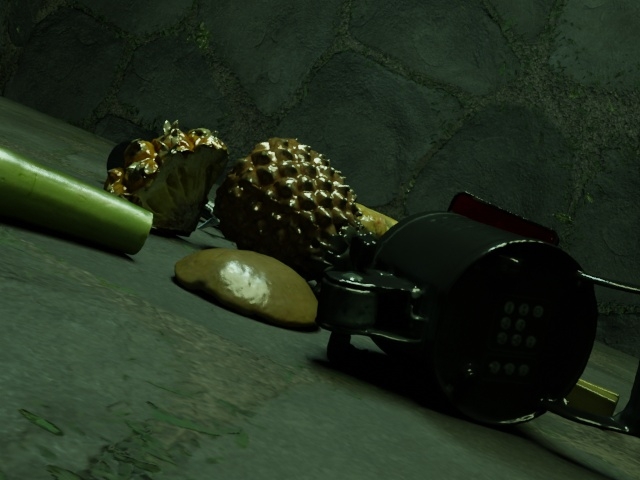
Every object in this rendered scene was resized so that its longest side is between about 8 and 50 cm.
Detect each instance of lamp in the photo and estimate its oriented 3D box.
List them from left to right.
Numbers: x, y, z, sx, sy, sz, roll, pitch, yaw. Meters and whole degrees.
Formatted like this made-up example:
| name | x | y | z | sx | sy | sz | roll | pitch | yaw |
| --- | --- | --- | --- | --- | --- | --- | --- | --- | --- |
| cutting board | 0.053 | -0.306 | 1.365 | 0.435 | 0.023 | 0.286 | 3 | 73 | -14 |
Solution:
| name | x | y | z | sx | sy | sz | roll | pitch | yaw |
| --- | --- | --- | --- | --- | --- | --- | --- | --- | --- |
| lamp | 0.181 | 0.079 | 0.912 | 0.374 | 0.205 | 0.272 | 11 | 9 | -2 |

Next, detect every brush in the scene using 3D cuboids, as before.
| name | x | y | z | sx | sy | sz | roll | pitch | yaw |
| --- | --- | --- | --- | --- | --- | --- | --- | --- | --- |
| brush | 0.325 | 0.207 | 1.166 | 0.233 | 0.047 | 0.103 | 22 | 4 | 23 |

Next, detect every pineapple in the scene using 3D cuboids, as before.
| name | x | y | z | sx | sy | sz | roll | pitch | yaw |
| --- | --- | --- | --- | --- | --- | --- | --- | --- | --- |
| pineapple | -0.256 | -0.088 | 1.268 | 0.114 | 0.236 | 0.186 | 26 | -33 | 39 |
| pineapple | 0.000 | -0.001 | 1.283 | 0.357 | 0.223 | 0.223 | 44 | 13 | 25 |

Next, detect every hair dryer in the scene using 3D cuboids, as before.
| name | x | y | z | sx | sy | sz | roll | pitch | yaw |
| --- | --- | --- | --- | --- | --- | --- | --- | --- | --- |
| hair dryer | -0.302 | -0.106 | 1.736 | 0.302 | 0.116 | 0.244 | 34 | 6 | 7 |

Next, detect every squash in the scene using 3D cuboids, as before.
| name | x | y | z | sx | sy | sz | roll | pitch | yaw |
| --- | --- | --- | --- | --- | --- | --- | --- | --- | --- |
| squash | -0.324 | -0.048 | 0.917 | 0.250 | 0.083 | 0.083 | 23 | 3 | -33 |

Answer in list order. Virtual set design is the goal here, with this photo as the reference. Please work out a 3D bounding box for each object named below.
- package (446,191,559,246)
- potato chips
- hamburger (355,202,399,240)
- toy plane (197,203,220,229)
| name | x | y | z | sx | sy | sz | roll | pitch | yaw |
| --- | --- | --- | --- | --- | --- | --- | --- | --- | --- |
| package | 0.209 | 0.067 | 1.061 | 0.154 | 0.239 | 0.030 | 22 | 20 | 1 |
| potato chips | -0.083 | 0.050 | 0.983 | 0.208 | 0.061 | 0.195 | 22 | 5 | -25 |
| hamburger | 0.075 | -0.002 | 1.784 | 0.330 | 0.162 | 0.209 | 21 | 6 | -44 |
| toy plane | -0.140 | -0.017 | 1.571 | 0.226 | 0.058 | 0.226 | 19 | 21 | -37 |
